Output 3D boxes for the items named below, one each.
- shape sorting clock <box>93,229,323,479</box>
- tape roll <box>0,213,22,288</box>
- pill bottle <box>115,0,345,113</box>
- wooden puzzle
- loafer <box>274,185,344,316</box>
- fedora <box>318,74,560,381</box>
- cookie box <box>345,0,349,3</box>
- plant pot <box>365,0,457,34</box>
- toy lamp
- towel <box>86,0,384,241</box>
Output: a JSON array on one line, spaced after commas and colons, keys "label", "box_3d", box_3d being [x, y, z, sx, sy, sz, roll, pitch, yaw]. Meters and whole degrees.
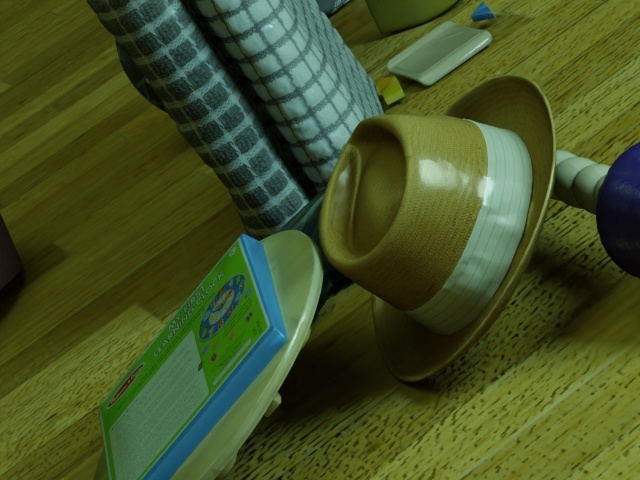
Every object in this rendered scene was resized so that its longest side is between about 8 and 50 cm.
[{"label": "shape sorting clock", "box_3d": [-0.065, 0.083, 1.112, 0.206, 0.040, 0.206, -43, 25, 27]}, {"label": "tape roll", "box_3d": [-0.386, 0.034, 1.587, 0.275, 0.090, 0.275, -21, 13, 5]}, {"label": "pill bottle", "box_3d": [-0.058, -0.209, 1.609, 0.246, 0.130, 0.130, -38, 10, 46]}, {"label": "wooden puzzle", "box_3d": [0.091, -0.143, 1.514, 0.116, 0.014, 0.078, -33, 25, -4]}, {"label": "loafer", "box_3d": [0.000, 0.000, 1.244, 0.170, 0.062, 0.061, -38, 17, -22]}, {"label": "fedora", "box_3d": [0.053, -0.018, 1.079, 0.194, 0.079, 0.194, -50, 26, 36]}, {"label": "cookie box", "box_3d": [0.001, -0.245, 1.835, 0.092, 0.040, 0.107, -35, 21, -13]}, {"label": "plant pot", "box_3d": [0.087, -0.229, 1.630, 0.083, 0.081, 0.081, -2, 34, 38]}, {"label": "toy lamp", "box_3d": [0.150, -0.030, 1.074, 0.080, 0.080, 0.275, -36, 21, -12]}, {"label": "towel", "box_3d": [-0.060, -0.133, 1.390, 0.121, 0.235, 0.283, -33, 20, 8]}]
